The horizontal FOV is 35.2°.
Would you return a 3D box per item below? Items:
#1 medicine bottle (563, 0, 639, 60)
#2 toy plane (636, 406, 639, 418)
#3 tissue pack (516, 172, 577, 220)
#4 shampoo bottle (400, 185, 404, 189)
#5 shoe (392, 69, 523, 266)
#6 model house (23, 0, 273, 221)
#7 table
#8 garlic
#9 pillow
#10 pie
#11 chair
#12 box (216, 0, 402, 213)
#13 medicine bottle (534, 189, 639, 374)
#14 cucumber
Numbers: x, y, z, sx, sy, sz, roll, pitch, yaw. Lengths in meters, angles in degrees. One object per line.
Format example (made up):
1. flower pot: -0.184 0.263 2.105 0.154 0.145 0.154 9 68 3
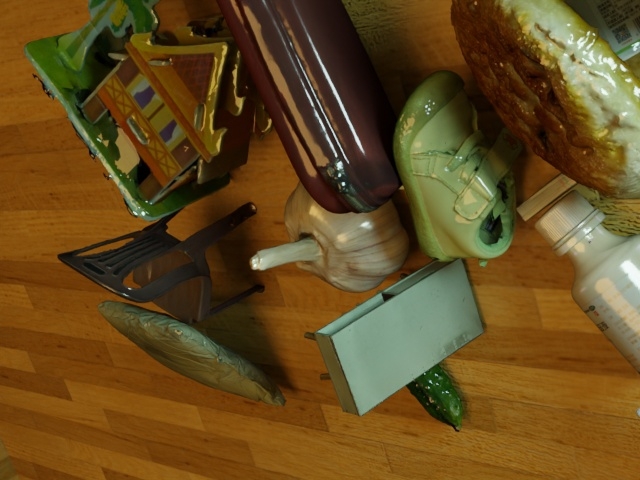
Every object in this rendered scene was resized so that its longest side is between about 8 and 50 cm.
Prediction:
1. medicine bottle: 0.278 -0.273 1.058 0.086 0.086 0.183 -25 97 50
2. toy plane: 0.480 0.257 1.157 0.267 0.122 0.266 3 124 5
3. tissue pack: 0.286 -0.065 1.210 0.023 0.056 0.108 52 141 5
4. shampoo bottle: 0.148 -0.089 1.349 0.141 0.034 0.049 7 116 40
5. shoe: 0.173 -0.086 1.227 0.128 0.140 0.262 7 129 22
6. model house: -0.209 -0.267 1.490 0.313 0.242 0.357 -37 86 33
7. table: 0.092 0.123 1.389 0.111 0.240 0.121 5 118 55
8. garlic: 0.000 0.000 1.408 0.199 0.226 0.199 26 129 37
9. pillow: -0.229 0.194 1.791 0.274 0.076 0.281 8 155 48
10. pie: 0.240 -0.163 1.048 0.315 0.092 0.315 49 -179 -1
11. chair: -0.251 0.053 1.609 0.176 0.326 0.183 28 130 28
12. box: -0.013 -0.223 1.254 0.108 0.263 0.404 -24 94 18
13. medicine bottle: 0.356 0.053 1.174 0.252 0.114 0.114 50 139 8
14. cucumber: 0.146 0.193 1.515 0.227 0.069 0.069 54 140 -4
